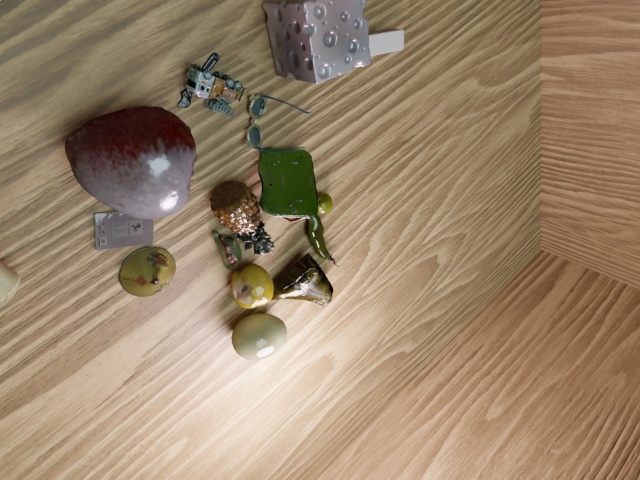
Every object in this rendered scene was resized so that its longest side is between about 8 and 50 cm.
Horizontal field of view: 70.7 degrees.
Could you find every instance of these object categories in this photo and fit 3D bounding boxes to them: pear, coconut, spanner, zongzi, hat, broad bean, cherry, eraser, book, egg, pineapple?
[{"bbox_3d":[0.007,-0.151,1.877,0.092,0.092,0.097,-54,151,-4],"label":"pear"},{"bbox_3d":[-0.904,0.106,1.197,0.147,0.147,0.152,-44,136,-14],"label":"coconut"},{"bbox_3d":[-0.381,-0.499,1.412,0.208,0.012,0.046,-55,136,-4],"label":"spanner"},{"bbox_3d":[-0.099,0.228,1.966,0.288,0.134,0.286,-36,137,-3],"label":"zongzi"},{"bbox_3d":[-0.570,0.123,1.529,0.193,0.082,0.192,-21,125,-33],"label":"hat"},{"bbox_3d":[-0.005,-0.004,1.961,0.075,0.067,0.325,-19,131,4],"label":"broad bean"},{"bbox_3d":[-0.268,0.176,1.761,0.178,0.178,0.177,-19,123,-32],"label":"pear"},{"bbox_3d":[-0.513,-0.210,1.280,0.335,0.291,0.326,-18,135,-11],"label":"cherry"},{"bbox_3d":[0.184,-0.747,1.716,0.298,0.078,0.076,-23,125,-30],"label":"eraser"},{"bbox_3d":[-0.625,-0.037,1.444,0.182,0.014,0.127,-10,118,-37],"label":"book"},{"bbox_3d":[-0.248,0.394,1.869,0.254,0.189,0.188,-10,118,-43],"label":"egg"},{"bbox_3d":[-0.267,-0.058,1.657,0.169,0.169,0.340,-44,141,-14],"label":"pineapple"}]

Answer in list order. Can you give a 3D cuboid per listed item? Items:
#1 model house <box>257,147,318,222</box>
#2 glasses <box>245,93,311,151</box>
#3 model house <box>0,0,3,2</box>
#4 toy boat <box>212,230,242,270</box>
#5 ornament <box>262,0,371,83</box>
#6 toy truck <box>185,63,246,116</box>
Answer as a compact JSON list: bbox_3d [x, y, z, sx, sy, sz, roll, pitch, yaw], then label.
[{"bbox_3d":[-0.131,-0.180,1.660,0.207,0.293,0.154,0,153,-13],"label":"model house"},{"bbox_3d":[-0.140,-0.394,1.558,0.088,0.221,0.189,-52,153,-69],"label":"glasses"},{"bbox_3d":[-0.762,-0.559,0.936,0.166,0.183,0.172,-48,135,-11],"label":"model house"},{"bbox_3d":[-0.342,0.039,1.688,0.089,0.071,0.185,-76,156,-50],"label":"toy boat"},{"bbox_3d":[-0.009,-0.676,1.474,0.240,0.239,0.239,-30,129,-26],"label":"ornament"},{"bbox_3d":[-0.335,-0.469,1.409,0.178,0.080,0.115,2,118,-51],"label":"toy truck"}]
